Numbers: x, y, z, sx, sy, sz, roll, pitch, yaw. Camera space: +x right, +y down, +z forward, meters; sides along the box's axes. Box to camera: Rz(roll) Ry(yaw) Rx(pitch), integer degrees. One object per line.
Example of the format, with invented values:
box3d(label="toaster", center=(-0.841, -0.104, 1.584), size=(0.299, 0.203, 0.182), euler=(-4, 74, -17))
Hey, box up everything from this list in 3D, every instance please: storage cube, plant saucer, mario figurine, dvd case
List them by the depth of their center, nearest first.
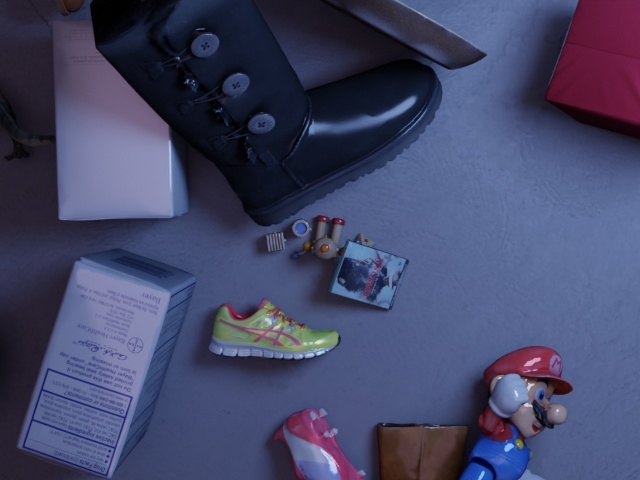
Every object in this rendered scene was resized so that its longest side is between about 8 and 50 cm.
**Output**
box3d(label="plant saucer", center=(0.094, -0.323, 1.665), size=(0.310, 0.310, 0.050), euler=(29, 101, 0))
box3d(label="storage cube", center=(0.471, -0.249, 1.690), size=(0.193, 0.215, 0.183), euler=(20, 95, 29))
box3d(label="mario figurine", center=(0.300, 0.312, 1.737), size=(0.170, 0.198, 0.320), euler=(24, 78, 0))
box3d(label="dvd case", center=(0.077, 0.055, 1.806), size=(0.119, 0.013, 0.087), euler=(18, 94, -32))

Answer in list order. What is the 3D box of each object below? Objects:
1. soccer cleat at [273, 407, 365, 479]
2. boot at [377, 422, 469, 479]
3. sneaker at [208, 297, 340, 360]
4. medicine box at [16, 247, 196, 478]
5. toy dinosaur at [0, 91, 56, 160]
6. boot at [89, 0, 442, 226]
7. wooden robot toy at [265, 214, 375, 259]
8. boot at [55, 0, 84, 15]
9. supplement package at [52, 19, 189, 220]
box3d(label="soccer cleat", center=(0.016, 0.381, 1.806), size=(0.095, 0.083, 0.248), euler=(-37, 74, 23))
box3d(label="boot", center=(0.212, 0.432, 1.835), size=(0.264, 0.096, 0.280), euler=(5, 86, 8))
box3d(label="sneaker", center=(-0.072, 0.138, 1.810), size=(0.208, 0.081, 0.094), euler=(2, 91, 2))
box3d(label="medicine box", center=(-0.313, 0.175, 1.725), size=(0.149, 0.263, 0.289), euler=(19, 93, 1))
box3d(label="toy dinosaur", center=(-0.498, -0.186, 1.779), size=(0.064, 0.118, 0.268), euler=(-29, 58, -36))
box3d(label="boot", center=(-0.060, -0.256, 1.626), size=(0.367, 0.146, 0.445), euler=(-37, 132, 2))
box3d(label="wooden robot toy", center=(0.000, 0.000, 1.800), size=(0.173, 0.079, 0.076), euler=(9, 94, 0))
box3d(label="boot", center=(-0.305, -0.484, 1.777), size=(0.220, 0.109, 0.283), euler=(4, 86, -3))
box3d(label="supplement package", center=(-0.300, -0.179, 1.747), size=(0.175, 0.177, 0.293), euler=(-1, 93, 1))
